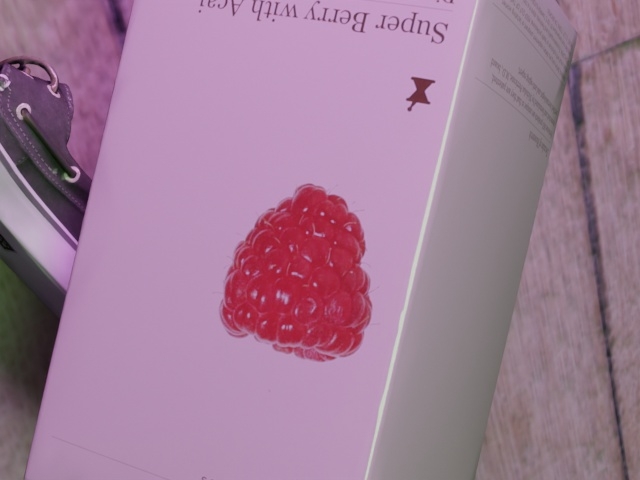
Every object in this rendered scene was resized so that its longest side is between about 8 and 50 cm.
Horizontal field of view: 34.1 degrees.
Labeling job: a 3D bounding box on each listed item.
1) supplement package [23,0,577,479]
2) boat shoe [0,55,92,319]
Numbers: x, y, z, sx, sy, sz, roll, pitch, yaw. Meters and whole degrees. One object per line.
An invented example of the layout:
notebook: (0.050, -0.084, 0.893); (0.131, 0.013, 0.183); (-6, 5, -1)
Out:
supplement package: (0.000, 0.000, 0.533); (0.175, 0.178, 0.292); (13, 89, -65)
boat shoe: (-0.151, -0.050, 0.521); (0.076, 0.080, 0.228); (-48, 124, -24)
